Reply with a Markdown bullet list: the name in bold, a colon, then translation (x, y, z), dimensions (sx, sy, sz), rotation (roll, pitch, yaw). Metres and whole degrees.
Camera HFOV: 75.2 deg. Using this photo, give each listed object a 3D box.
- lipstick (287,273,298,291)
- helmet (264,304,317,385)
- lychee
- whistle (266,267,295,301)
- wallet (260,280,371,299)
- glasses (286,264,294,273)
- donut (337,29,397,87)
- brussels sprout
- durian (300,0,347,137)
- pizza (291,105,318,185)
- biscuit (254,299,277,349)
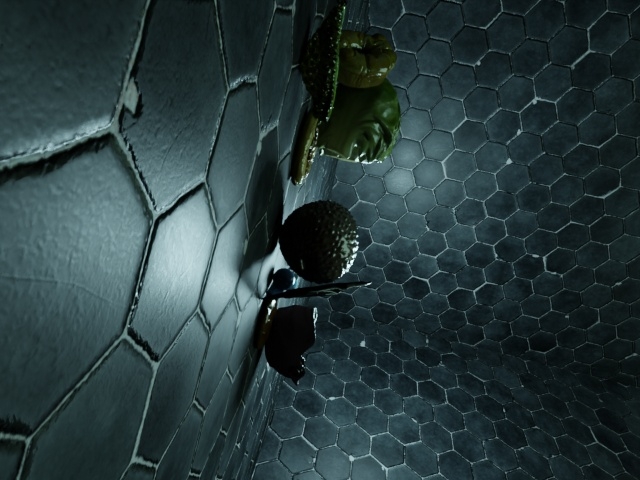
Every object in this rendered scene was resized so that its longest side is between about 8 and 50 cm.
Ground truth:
- **lipstick**: translation (-0.140, 0.227, 2.085), dimensions (0.158, 0.048, 0.048), rotation (100, 5, -49)
- **helmet**: translation (-0.133, 0.414, 1.701), dimensions (0.271, 0.197, 0.339), rotation (-87, -166, -65)
- **lychee**: translation (-0.005, 0.002, 1.443), dimensions (0.300, 0.299, 0.300), rotation (14, 90, -86)
- **whistle**: translation (-0.138, 0.149, 1.520), dimensions (0.158, 0.090, 0.091), rotation (-64, 167, -70)
- **wallet**: translation (-0.011, 0.171, 1.426), dimensions (0.322, 0.247, 0.041), rotation (-5, 86, -49)
- **glasses**: translation (-0.131, 0.140, 1.779), dimensions (0.140, 0.062, 0.104), rotation (96, 10, -59)
- **donut**: translation (0.139, -0.645, 1.488), dimensions (0.128, 0.261, 0.209), rotation (119, -38, -56)
- **brussels sprout**: translation (0.162, -0.507, 1.722), dimensions (0.425, 0.342, 0.362), rotation (-71, 171, -78)
- **durian**: translation (0.002, -0.478, 1.152), dimensions (0.132, 0.106, 0.376), rotation (-72, 174, -76)
- **pizza**: translation (-0.044, -0.318, 1.438), dimensions (0.197, 0.058, 0.293), rotation (87, 17, -81)
- **biscuit**: translation (-0.197, 0.298, 1.530), dimensions (0.212, 0.036, 0.212), rotation (14, 90, -86)
